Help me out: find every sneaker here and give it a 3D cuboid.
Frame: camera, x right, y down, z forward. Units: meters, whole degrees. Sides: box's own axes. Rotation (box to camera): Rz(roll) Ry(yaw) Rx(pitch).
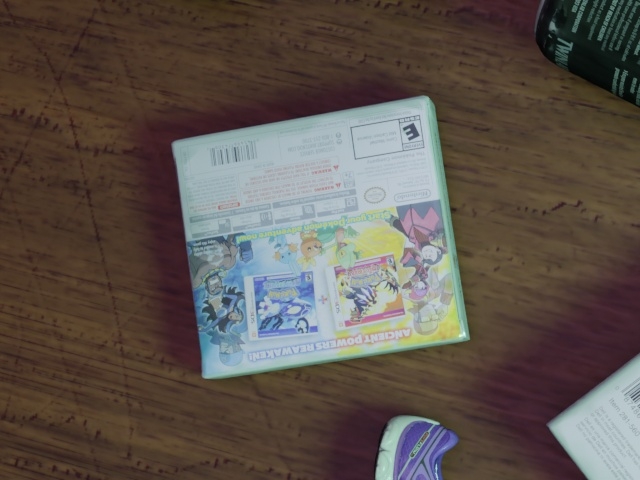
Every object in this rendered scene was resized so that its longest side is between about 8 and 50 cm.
[{"bbox_3d":[0.069,0.215,1.349,0.071,0.068,0.169,7,85,7],"label":"sneaker"}]

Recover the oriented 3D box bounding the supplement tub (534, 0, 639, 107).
[{"bbox_3d":[0.325,-0.145,1.264,0.316,0.193,0.193,30,91,13],"label":"supplement tub"}]

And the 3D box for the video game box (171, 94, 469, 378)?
[{"bbox_3d":[0.000,0.000,1.395,0.205,0.048,0.187,-9,80,12],"label":"video game box"}]

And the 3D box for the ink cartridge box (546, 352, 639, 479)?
[{"bbox_3d":[0.296,0.127,1.293,0.219,0.092,0.160,-38,78,6],"label":"ink cartridge box"}]
